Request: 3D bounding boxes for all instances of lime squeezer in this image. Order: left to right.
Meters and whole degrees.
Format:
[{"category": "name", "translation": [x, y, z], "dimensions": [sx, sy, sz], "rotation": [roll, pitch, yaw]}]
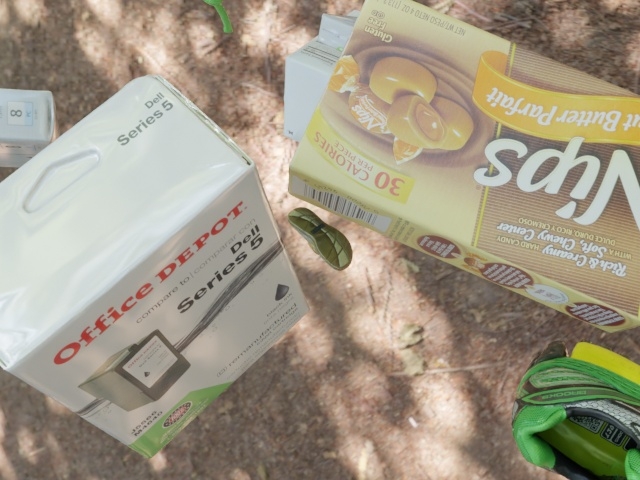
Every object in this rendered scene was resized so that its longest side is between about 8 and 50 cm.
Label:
[{"category": "lime squeezer", "translation": [-0.162, -0.490, 1.484], "dimensions": [0.310, 0.110, 0.059], "rotation": [-53, 46, 49]}]

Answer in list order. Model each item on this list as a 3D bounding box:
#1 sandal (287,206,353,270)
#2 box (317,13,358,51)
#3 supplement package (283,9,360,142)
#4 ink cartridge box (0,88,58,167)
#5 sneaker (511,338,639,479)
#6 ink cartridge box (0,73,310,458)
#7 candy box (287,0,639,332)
[{"category": "sandal", "translation": [0.000, 0.000, 1.640], "dimensions": [0.180, 0.072, 0.049], "rotation": [42, 149, 27]}, {"category": "box", "translation": [0.109, -0.224, 0.944], "dimensions": [0.186, 0.145, 0.038], "rotation": [36, 123, 41]}, {"category": "supplement package", "translation": [0.076, -0.328, 1.714], "dimensions": [0.198, 0.263, 0.199], "rotation": [27, 138, 22]}, {"category": "ink cartridge box", "translation": [-0.631, -0.182, 1.308], "dimensions": [0.308, 0.385, 0.091], "rotation": [172, 97, -74]}, {"category": "sneaker", "translation": [0.325, 0.217, 0.692], "dimensions": [0.344, 0.146, 0.134], "rotation": [20, 120, 23]}, {"category": "ink cartridge box", "translation": [-0.131, 0.037, 0.616], "dimensions": [0.198, 0.273, 0.115], "rotation": [-42, 67, -12]}, {"category": "candy box", "translation": [0.150, -0.068, 0.690], "dimensions": [0.316, 0.087, 0.183], "rotation": [24, 78, 2]}]
